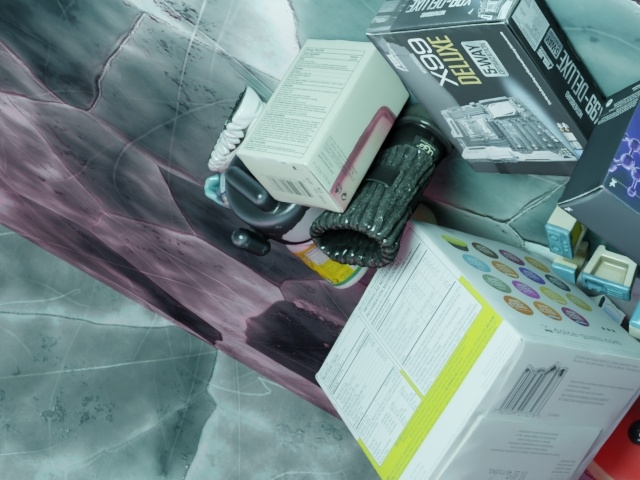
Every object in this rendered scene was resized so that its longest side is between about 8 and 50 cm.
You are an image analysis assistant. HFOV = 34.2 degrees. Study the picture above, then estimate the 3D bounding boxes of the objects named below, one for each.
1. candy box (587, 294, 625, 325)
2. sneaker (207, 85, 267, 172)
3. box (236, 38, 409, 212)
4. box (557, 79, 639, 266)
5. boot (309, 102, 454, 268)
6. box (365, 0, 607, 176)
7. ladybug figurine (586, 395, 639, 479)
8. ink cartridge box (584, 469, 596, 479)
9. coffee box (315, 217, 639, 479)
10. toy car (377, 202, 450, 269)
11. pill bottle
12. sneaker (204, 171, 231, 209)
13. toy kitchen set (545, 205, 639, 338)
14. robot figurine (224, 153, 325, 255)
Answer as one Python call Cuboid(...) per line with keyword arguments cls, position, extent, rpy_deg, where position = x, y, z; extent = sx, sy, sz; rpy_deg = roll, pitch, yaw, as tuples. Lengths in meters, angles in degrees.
Cuboid(cls="candy box", position=(0.445, 0.198, 1.909), extent=(0.070, 0.196, 0.164), rpy_deg=(39, 159, -23))
Cuboid(cls="sneaker", position=(-0.135, -0.183, 1.964), extent=(0.118, 0.110, 0.292), rpy_deg=(24, 161, -10))
Cuboid(cls="box", position=(0.006, -0.177, 1.579), extent=(0.148, 0.232, 0.127), rpy_deg=(13, 154, 40))
Cuboid(cls="box", position=(0.456, -0.054, 1.317), extent=(0.261, 0.184, 0.103), rpy_deg=(34, 160, -12))
Cuboid(cls="boot", position=(0.072, -0.067, 1.705), extent=(0.131, 0.260, 0.348), rpy_deg=(33, 159, -9))
Cuboid(cls="box", position=(0.240, -0.209, 1.406), extent=(0.242, 0.077, 0.307), rpy_deg=(7, 150, 48))
Cuboid(cls="ladybug figurine", position=(0.637, 0.349, 1.866), extent=(0.449, 0.305, 0.162), rpy_deg=(36, 147, 24))
Cuboid(cls="ink cartridge box", position=(0.738, 0.559, 2.337), extent=(0.226, 0.131, 0.306), rpy_deg=(49, 173, -38))
Cuboid(cls="coffee box", position=(0.259, 0.212, 1.699), extent=(0.337, 0.338, 0.334), rpy_deg=(14, -156, -36))
Cuboid(cls="toy car", position=(0.154, -0.014, 1.977), extent=(0.155, 0.149, 0.188), rpy_deg=(35, -172, -2))
Cuboid(cls="pill bottle", position=(0.000, 0.000, 2.176), extent=(0.208, 0.118, 0.117), rpy_deg=(41, 158, -28))
Cuboid(cls="sneaker", position=(-0.146, -0.100, 2.103), extent=(0.122, 0.110, 0.283), rpy_deg=(15, 168, -29))
Cuboid(cls="toy kitchen set", position=(0.458, 0.048, 1.644), extent=(0.207, 0.122, 0.166), rpy_deg=(19, 157, 27))
Cuboid(cls="robot figurine", position=(-0.061, -0.085, 1.853), extent=(0.209, 0.174, 0.278), rpy_deg=(-16, 162, 16))
